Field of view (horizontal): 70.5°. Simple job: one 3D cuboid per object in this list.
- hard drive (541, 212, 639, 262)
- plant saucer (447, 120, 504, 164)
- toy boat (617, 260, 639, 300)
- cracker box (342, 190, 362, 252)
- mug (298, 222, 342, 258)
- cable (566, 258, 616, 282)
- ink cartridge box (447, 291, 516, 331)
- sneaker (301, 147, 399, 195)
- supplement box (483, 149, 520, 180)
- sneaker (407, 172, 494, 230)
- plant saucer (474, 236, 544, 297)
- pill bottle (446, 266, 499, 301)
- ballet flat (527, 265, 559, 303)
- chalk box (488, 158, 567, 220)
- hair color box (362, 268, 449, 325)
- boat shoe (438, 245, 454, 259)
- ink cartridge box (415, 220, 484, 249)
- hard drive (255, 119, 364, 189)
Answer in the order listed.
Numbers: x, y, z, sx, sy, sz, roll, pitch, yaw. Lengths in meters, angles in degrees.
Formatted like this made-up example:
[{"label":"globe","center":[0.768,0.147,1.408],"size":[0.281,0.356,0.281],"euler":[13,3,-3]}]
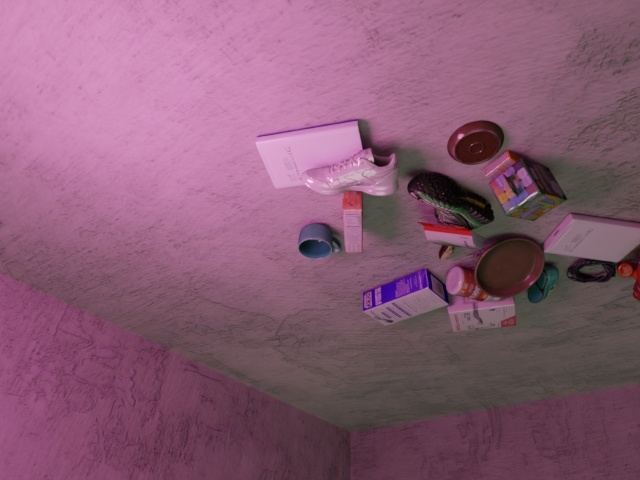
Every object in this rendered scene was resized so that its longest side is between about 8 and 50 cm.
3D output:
[{"label":"hard drive","center":[1.025,-0.006,1.694],"size":[0.307,0.040,0.203],"euler":[7,142,-5]},{"label":"plant saucer","center":[0.475,-0.289,1.385],"size":[0.168,0.029,0.169],"euler":[2,143,2]},{"label":"toy boat","center":[1.259,0.133,1.792],"size":[0.151,0.151,0.231],"euler":[25,166,33]},{"label":"cracker box","center":[0.113,-0.087,1.565],"size":[0.067,0.156,0.232],"euler":[0,141,5]},{"label":"mug","center":[-0.009,0.002,1.732],"size":[0.129,0.098,0.157],"euler":[-28,133,33]},{"label":"cable","center":[1.119,0.120,1.850],"size":[0.184,0.047,0.151],"euler":[11,136,-4]},{"label":"ink cartridge box","center":[0.723,0.309,2.052],"size":[0.282,0.117,0.207],"euler":[-11,140,17]},{"label":"sneaker","center":[0.093,-0.219,1.391],"size":[0.304,0.114,0.152],"euler":[-1,128,-2]},{"label":"supplement box","center":[0.579,-0.233,1.441],"size":[0.062,0.036,0.098],"euler":[23,137,-25]},{"label":"sneaker","center":[0.424,-0.109,1.532],"size":[0.343,0.134,0.146],"euler":[24,138,-25]},{"label":"plant saucer","center":[0.737,0.103,1.783],"size":[0.277,0.041,0.278],"euler":[-2,119,-4]},{"label":"pill bottle","center":[0.650,0.188,1.901],"size":[0.215,0.121,0.121],"euler":[13,141,-13]},{"label":"ballet flat","center":[0.954,0.190,1.919],"size":[0.087,0.083,0.247],"euler":[-13,143,-2]},{"label":"chalk box","center":[0.630,-0.156,1.411],"size":[0.212,0.133,0.132],"euler":[6,146,-35]},{"label":"hair color box","center":[0.375,0.261,2.026],"size":[0.338,0.110,0.185],"euler":[-28,134,31]},{"label":"boat shoe","center":[0.502,0.032,1.777],"size":[0.045,0.050,0.135],"euler":[1,152,-3]},{"label":"ink cartridge box","center":[0.454,-0.015,1.597],"size":[0.180,0.056,0.224],"euler":[9,178,36]},{"label":"hard drive","center":[-0.020,-0.265,1.440],"size":[0.318,0.040,0.210],"euler":[-6,141,12]}]
